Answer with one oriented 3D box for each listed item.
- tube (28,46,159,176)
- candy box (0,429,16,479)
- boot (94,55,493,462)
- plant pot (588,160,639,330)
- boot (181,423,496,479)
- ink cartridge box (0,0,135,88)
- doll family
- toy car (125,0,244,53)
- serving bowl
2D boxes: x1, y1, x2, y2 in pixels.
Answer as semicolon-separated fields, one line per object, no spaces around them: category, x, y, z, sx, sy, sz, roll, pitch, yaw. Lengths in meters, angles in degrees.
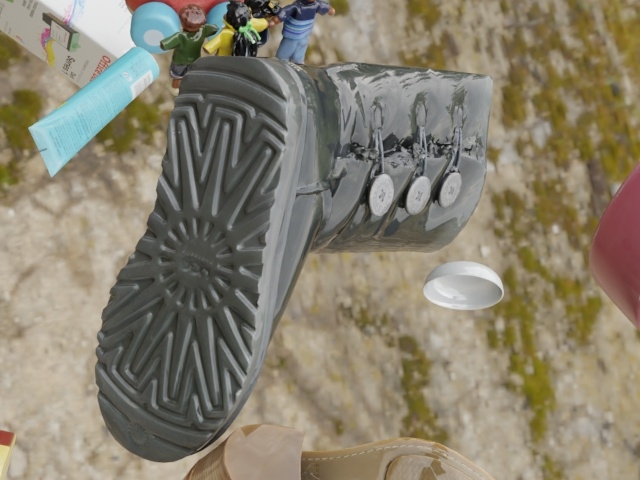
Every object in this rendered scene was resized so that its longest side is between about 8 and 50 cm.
tube;-0.296;-0.176;1.548;0.207;0.052;0.080;-48;135;-32
candy box;-0.305;0.212;0.893;0.109;0.186;0.053;16;32;-9
boot;0.001;-0.002;1.136;0.445;0.146;0.366;-14;129;-62
plant pot;0.295;0.017;0.707;0.201;0.201;0.180;8;37;-51
boot;0.013;0.251;1.000;0.284;0.220;0.109;13;57;-14
ink cartridge box;-0.451;-0.398;2.081;0.278;0.201;0.117;36;65;-10
doll family;-0.068;-0.204;1.152;0.076;0.111;0.193;37;47;21
toy car;-0.186;-0.429;1.705;0.238;0.210;0.219;93;-5;-47
serving bowl;0.148;0.042;1.219;0.083;0.083;0.027;34;52;-42
